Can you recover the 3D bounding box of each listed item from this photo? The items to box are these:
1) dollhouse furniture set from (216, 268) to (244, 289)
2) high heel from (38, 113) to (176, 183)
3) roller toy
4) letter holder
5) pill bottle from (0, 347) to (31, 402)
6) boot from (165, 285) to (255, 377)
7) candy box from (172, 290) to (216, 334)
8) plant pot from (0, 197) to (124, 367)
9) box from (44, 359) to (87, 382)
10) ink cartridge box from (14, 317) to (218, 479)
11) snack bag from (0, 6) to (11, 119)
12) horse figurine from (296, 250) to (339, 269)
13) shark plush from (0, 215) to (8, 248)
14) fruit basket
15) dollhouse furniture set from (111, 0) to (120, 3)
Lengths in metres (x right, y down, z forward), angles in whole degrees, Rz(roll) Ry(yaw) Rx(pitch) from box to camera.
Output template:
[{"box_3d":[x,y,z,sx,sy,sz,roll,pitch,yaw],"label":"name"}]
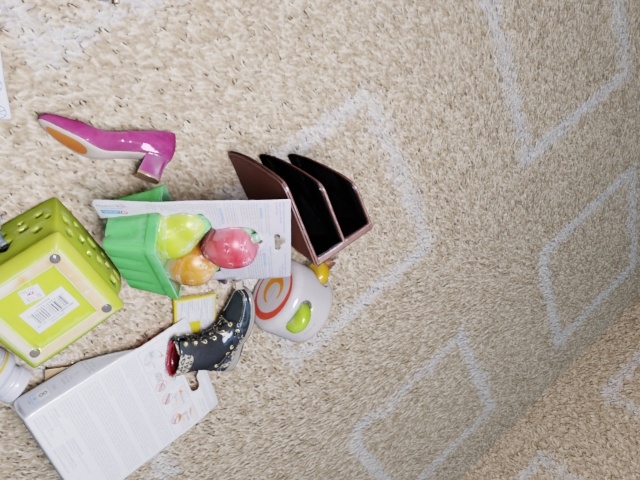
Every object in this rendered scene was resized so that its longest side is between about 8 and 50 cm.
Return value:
[{"box_3d":[-0.200,0.048,1.187,0.081,0.091,0.114,-17,117,-43],"label":"dollhouse furniture set"},{"box_3d":[-0.410,-0.213,0.952,0.244,0.082,0.117,23,69,-24],"label":"high heel"},{"box_3d":[-0.069,0.155,1.239,0.146,0.191,0.209,31,53,-36],"label":"roller toy"},{"box_3d":[-0.057,-0.118,1.056,0.152,0.302,0.214,-34,124,-16],"label":"letter holder"},{"box_3d":[-0.680,0.250,0.950,0.103,0.103,0.184,-47,127,-6],"label":"pill bottle"},{"box_3d":[-0.264,0.225,1.168,0.178,0.085,0.236,4,111,-47],"label":"boot"},{"box_3d":[-0.318,0.230,1.216,0.105,0.027,0.206,-8,115,-33],"label":"candy box"},{"box_3d":[-0.523,0.087,0.914,0.228,0.207,0.227,-37,125,-15],"label":"plant pot"},{"box_3d":[-0.556,0.372,1.132,0.164,0.021,0.201,-1,111,-32],"label":"box"},{"box_3d":[-0.459,0.390,1.157,0.385,0.091,0.308,-33,125,-35],"label":"ink cartridge box"},{"box_3d":[-0.648,-0.335,0.692,0.323,0.037,0.342,-4,132,-30],"label":"snack bag"},{"box_3d":[0.000,0.000,1.246,0.174,0.066,0.263,-35,152,22],"label":"horse figurine"},{"box_3d":[-0.611,-0.034,0.851,0.073,0.161,0.067,-38,164,-1],"label":"shark plush"},{"box_3d":[-0.238,0.000,0.998,0.353,0.165,0.327,-6,150,-6],"label":"fruit basket"},{"box_3d":[-0.423,-0.468,0.782,0.184,0.129,0.129,-7,114,-29],"label":"dollhouse furniture set"}]
